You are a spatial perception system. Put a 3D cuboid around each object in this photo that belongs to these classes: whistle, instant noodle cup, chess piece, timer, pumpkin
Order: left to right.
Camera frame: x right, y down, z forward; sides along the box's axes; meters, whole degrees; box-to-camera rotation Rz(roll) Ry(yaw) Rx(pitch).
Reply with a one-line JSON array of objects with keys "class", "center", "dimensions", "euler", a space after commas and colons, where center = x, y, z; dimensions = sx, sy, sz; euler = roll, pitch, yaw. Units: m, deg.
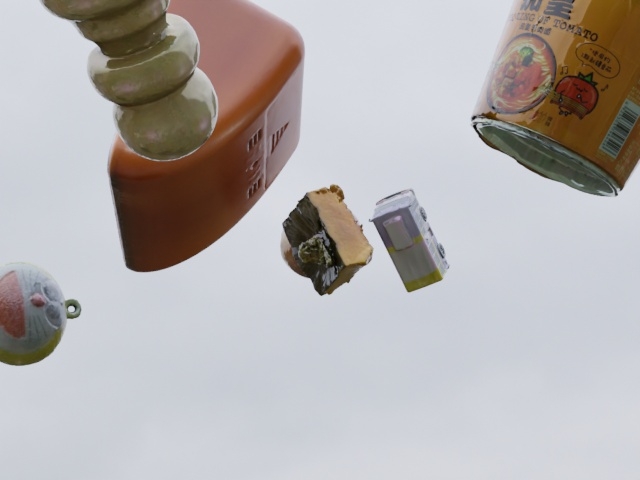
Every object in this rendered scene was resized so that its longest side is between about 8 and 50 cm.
[{"class": "whistle", "center": [-0.374, 0.084, 1.636], "dimensions": [0.223, 0.123, 0.123], "euler": [-3, -21, -25]}, {"class": "chess piece", "center": [-0.120, -0.127, 0.929], "dimensions": [0.094, 0.094, 0.170], "euler": [-10, -55, 12]}, {"class": "timer", "center": [-0.137, -0.108, 1.544], "dimensions": [0.161, 0.250, 0.257], "euler": [27, -24, 10]}, {"class": "pumpkin", "center": [0.003, 0.002, 1.281], "dimensions": [0.054, 0.083, 0.074], "euler": [-21, -17, -29]}, {"class": "instant noodle cup", "center": [0.256, -0.153, 1.445], "dimensions": [0.216, 0.172, 0.216], "euler": [26, -4, 2]}]

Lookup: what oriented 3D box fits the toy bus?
[{"class": "toy bus", "center": [0.097, 0.001, 1.606], "dimensions": [0.052, 0.102, 0.058], "euler": [-22, 14, 20]}]

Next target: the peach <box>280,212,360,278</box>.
[{"class": "peach", "center": [0.000, 0.002, 1.668], "dimensions": [0.101, 0.100, 0.100], "euler": [-4, -22, -2]}]
